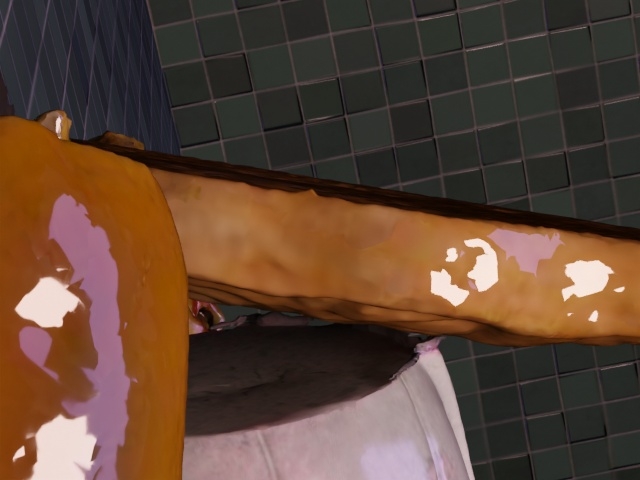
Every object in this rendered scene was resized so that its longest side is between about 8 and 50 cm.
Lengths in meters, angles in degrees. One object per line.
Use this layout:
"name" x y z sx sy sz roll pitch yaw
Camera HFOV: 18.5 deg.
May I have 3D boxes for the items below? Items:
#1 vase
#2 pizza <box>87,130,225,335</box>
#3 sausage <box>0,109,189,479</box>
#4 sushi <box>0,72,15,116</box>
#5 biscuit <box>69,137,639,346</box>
"vase" -0.022 0.272 0.951 0.250 0.250 0.445 -100 -176 -80
"pizza" -0.087 0.171 1.442 0.406 0.130 0.440 74 4 -54
"sausage" -0.091 0.132 0.436 0.112 0.112 0.328 77 18 -83
"sushi" -0.150 0.011 0.523 0.290 0.050 0.264 83 12 -60
"biscuit" 0.000 0.002 0.911 0.365 0.385 0.062 -30 129 -87
